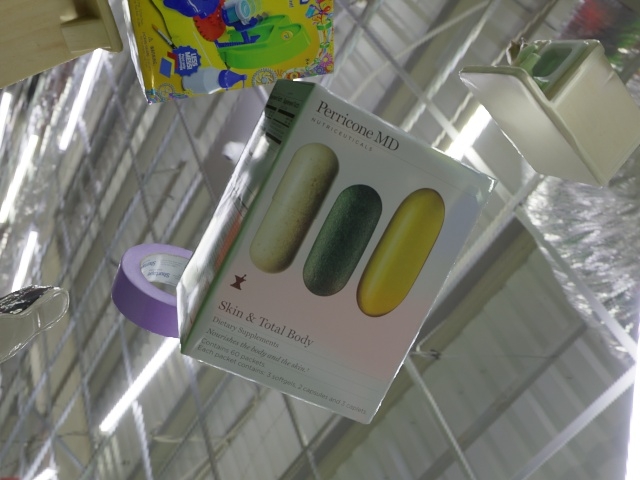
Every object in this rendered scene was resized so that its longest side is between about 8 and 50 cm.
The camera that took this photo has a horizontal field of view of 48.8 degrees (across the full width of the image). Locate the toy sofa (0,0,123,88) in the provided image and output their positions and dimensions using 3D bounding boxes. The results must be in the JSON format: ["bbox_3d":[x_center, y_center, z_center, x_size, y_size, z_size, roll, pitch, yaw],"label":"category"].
[{"bbox_3d":[-0.457,-0.260,0.891,0.177,0.363,0.150,29,-38,43],"label":"toy sofa"}]

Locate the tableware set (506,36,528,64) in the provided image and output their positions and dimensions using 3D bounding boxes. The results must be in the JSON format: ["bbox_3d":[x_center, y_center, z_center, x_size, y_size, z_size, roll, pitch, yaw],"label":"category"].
[{"bbox_3d":[0.418,-0.336,1.452,0.141,0.020,0.168,-112,-172,-65],"label":"tableware set"}]

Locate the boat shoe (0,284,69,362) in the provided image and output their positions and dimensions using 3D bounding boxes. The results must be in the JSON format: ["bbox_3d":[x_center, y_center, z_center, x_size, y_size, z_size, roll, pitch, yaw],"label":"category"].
[{"bbox_3d":[-0.455,0.118,1.014,0.065,0.206,0.075,16,-66,19],"label":"boat shoe"}]

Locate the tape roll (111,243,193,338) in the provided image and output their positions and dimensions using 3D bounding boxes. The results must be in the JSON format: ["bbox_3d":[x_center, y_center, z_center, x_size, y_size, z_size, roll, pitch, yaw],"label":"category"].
[{"bbox_3d":[-0.355,0.118,1.696,0.275,0.275,0.090,53,-54,48],"label":"tape roll"}]

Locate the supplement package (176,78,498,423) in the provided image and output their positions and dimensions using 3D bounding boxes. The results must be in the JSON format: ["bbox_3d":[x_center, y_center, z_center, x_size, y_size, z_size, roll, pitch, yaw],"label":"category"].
[{"bbox_3d":[0.000,0.000,0.715,0.262,0.199,0.198,-63,-163,7],"label":"supplement package"}]

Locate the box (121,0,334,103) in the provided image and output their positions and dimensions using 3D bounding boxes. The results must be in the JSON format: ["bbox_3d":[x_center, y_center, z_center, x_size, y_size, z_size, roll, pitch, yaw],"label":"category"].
[{"bbox_3d":[-0.140,-0.379,0.985,0.177,0.279,0.289,-120,-158,-49],"label":"box"}]

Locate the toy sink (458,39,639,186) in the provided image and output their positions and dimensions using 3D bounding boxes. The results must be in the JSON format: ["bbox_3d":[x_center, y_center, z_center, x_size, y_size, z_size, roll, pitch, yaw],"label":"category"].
[{"bbox_3d":[0.345,-0.211,1.038,0.131,0.234,0.153,-50,-155,-4],"label":"toy sink"}]
